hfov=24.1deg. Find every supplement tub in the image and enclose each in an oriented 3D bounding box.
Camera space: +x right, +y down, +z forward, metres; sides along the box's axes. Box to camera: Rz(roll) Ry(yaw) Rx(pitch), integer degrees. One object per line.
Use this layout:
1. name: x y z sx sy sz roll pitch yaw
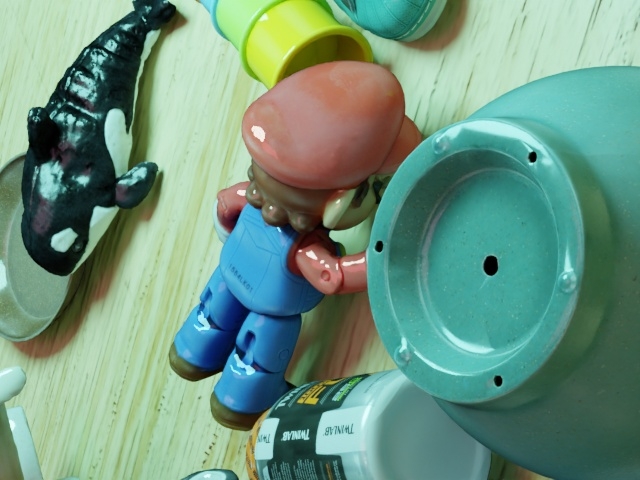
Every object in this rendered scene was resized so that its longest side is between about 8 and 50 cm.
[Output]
1. supplement tub: 0.029 0.158 1.119 0.190 0.117 0.117 -17 72 56

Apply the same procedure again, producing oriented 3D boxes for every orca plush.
1. orca plush: -0.225 -0.108 1.425 0.151 0.102 0.287 38 100 28

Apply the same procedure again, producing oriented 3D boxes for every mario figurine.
1. mario figurine: 0.000 0.000 1.212 0.198 0.170 0.320 26 121 3

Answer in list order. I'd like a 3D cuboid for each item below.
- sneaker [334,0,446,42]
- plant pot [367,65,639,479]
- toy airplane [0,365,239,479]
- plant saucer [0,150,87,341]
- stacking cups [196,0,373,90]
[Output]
1. sneaker: -0.011 -0.272 1.229 0.108 0.121 0.302 -56 50 27
2. plant pot: 0.156 0.020 0.957 0.293 0.196 0.293 -7 80 46
3. toy airplane: -0.258 0.286 1.304 0.386 0.272 0.384 51 141 22
4. plant saucer: -0.295 0.007 1.557 0.199 0.036 0.198 -9 77 46
5. stacking cups: -0.077 -0.223 1.311 0.316 0.096 0.096 49 119 39
